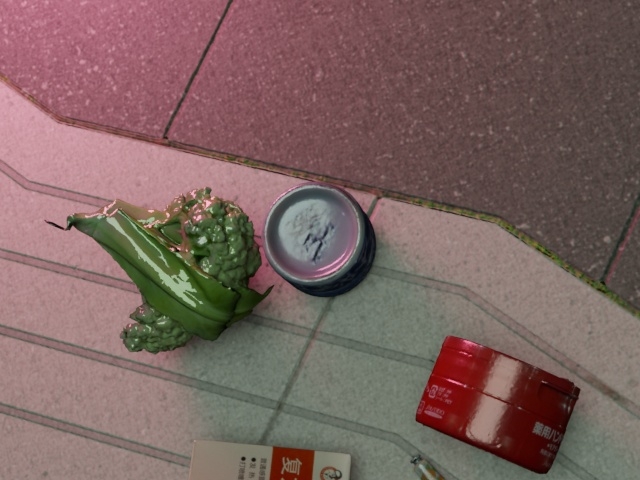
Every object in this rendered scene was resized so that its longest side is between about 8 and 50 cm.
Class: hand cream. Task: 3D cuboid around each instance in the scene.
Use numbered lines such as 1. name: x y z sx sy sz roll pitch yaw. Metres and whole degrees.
1. hand cream: 0.226 0.211 1.747 0.193 0.193 0.125 21 86 15
2. hand cream: 0.159 0.331 1.825 0.035 0.022 0.102 -39 78 -3

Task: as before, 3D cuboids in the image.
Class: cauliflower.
1. cauliflower: -0.214 0.014 1.835 0.315 0.256 0.239 30 60 -15

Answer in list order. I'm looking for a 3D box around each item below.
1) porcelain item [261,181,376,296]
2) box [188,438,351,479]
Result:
1. porcelain item: 0.000 0.000 1.874 0.147 0.114 0.147 -3 78 13
2. box: -0.079 0.435 1.747 0.214 0.069 0.353 6 59 0
